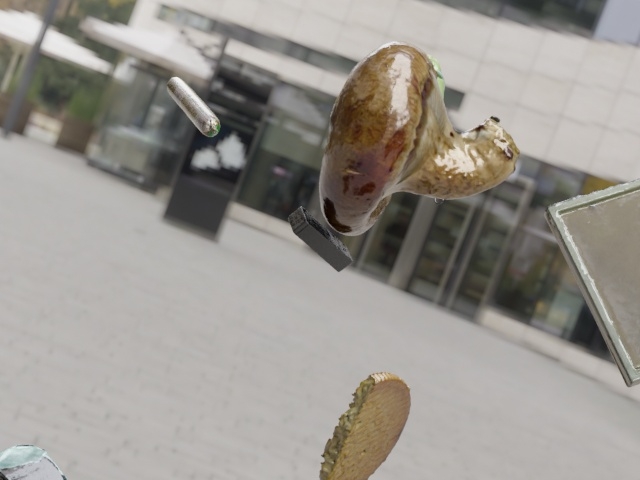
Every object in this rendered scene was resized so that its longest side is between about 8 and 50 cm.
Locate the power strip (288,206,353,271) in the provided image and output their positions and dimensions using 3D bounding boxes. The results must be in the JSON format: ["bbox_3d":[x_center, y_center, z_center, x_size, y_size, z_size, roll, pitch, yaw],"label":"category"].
[{"bbox_3d":[0.000,0.000,1.931,0.111,0.029,0.038,42,17,-38],"label":"power strip"}]

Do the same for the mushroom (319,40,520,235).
[{"bbox_3d":[0.099,-0.125,1.898,0.254,0.267,0.267,10,-5,33],"label":"mushroom"}]

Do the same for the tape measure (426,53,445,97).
[{"bbox_3d":[0.146,-0.218,2.274,0.087,0.177,0.154,7,38,-6],"label":"tape measure"}]

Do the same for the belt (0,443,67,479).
[{"bbox_3d":[-0.340,0.335,1.674,0.151,0.198,0.078,-4,13,45],"label":"belt"}]

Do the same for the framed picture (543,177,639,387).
[{"bbox_3d":[0.437,0.014,1.607,0.315,0.232,0.024,-17,-26,-8],"label":"framed picture"}]

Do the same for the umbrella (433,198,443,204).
[{"bbox_3d":[0.189,-0.110,2.151,0.022,0.122,0.013,3,-19,32],"label":"umbrella"}]

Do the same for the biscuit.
[{"bbox_3d":[0.054,0.240,1.752,0.126,0.206,0.025,-4,36,-48],"label":"biscuit"}]

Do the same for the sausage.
[{"bbox_3d":[-0.193,-0.203,2.167,0.033,0.033,0.269,20,13,-25],"label":"sausage"}]
